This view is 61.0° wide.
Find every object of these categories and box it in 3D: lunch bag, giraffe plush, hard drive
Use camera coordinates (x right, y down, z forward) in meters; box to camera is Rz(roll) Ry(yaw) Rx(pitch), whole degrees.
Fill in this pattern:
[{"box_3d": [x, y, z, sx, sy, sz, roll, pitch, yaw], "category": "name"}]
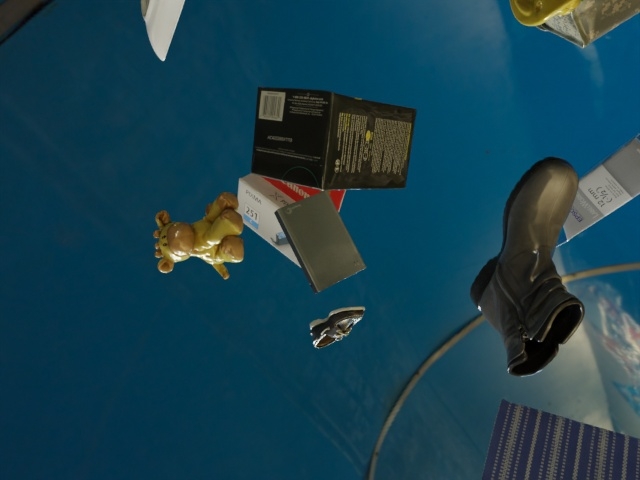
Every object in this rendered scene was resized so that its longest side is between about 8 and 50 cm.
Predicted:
[{"box_3d": [0.562, -0.556, 1.135, 0.235, 0.287, 0.169, -31, -57, 11], "category": "lunch bag"}, {"box_3d": [-0.283, -0.007, 1.224, 0.170, 0.182, 0.210, 0, -32, -27], "category": "giraffe plush"}, {"box_3d": [0.000, 0.000, 0.811, 0.094, 0.022, 0.135, -24, -96, -32], "category": "hard drive"}]

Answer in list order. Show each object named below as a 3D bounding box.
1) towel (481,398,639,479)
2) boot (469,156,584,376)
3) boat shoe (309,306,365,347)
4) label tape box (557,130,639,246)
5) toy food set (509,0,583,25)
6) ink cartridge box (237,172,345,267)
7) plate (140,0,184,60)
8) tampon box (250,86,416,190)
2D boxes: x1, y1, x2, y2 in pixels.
[{"box_3d": [0.446, 0.421, 0.906, 0.040, 0.335, 0.243, 81, -150, -45], "category": "towel"}, {"box_3d": [0.384, 0.048, 0.921, 0.118, 0.223, 0.338, 7, -63, -10], "category": "boot"}, {"box_3d": [0.023, 0.123, 0.771, 0.046, 0.038, 0.125, 9, -26, -32], "category": "boat shoe"}, {"box_3d": [0.708, -0.137, 1.359, 0.249, 0.115, 0.348, -29, -12, -41], "category": "label tape box"}, {"box_3d": [0.276, -0.352, 0.619, 0.071, 0.128, 0.218, 0, -98, -15], "category": "toy food set"}, {"box_3d": [-0.089, -0.094, 1.401, 0.066, 0.296, 0.261, -33, -31, -40], "category": "ink cartridge box"}, {"box_3d": [-0.252, -0.491, 0.883, 0.045, 0.278, 0.278, 4, -31, -30], "category": "plate"}, {"box_3d": [0.018, -0.119, 0.647, 0.161, 0.120, 0.102, -7, -72, -49], "category": "tampon box"}]
